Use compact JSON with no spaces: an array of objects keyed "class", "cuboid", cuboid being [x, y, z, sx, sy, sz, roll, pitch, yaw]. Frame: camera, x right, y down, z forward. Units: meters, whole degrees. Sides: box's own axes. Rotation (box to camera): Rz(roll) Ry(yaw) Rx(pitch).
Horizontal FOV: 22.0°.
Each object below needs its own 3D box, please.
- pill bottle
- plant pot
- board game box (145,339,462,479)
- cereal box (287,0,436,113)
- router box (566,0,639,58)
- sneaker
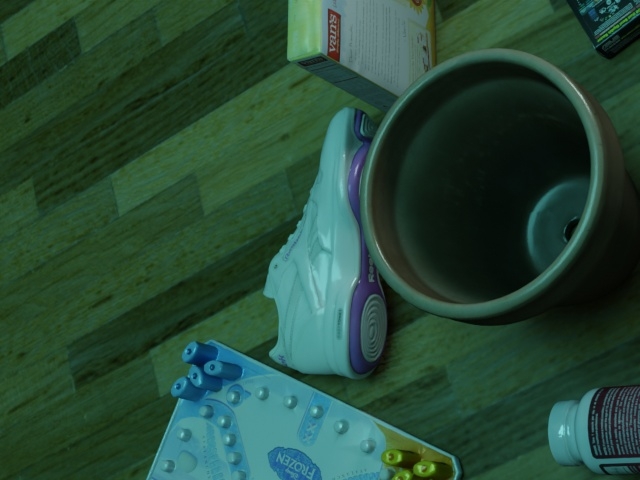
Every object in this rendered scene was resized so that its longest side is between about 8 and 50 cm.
[{"class":"pill bottle","cuboid":[0.300,0.181,1.572,0.152,0.086,0.086,-7,73,33]},{"class":"plant pot","cuboid":[0.204,-0.031,1.610,0.263,0.229,0.263,-10,72,32]},{"class":"board game box","cuboid":[-0.075,0.348,1.814,0.390,0.050,0.390,22,90,37]},{"class":"cereal box","cuboid":[0.048,-0.240,1.773,0.047,0.240,0.173,-10,71,33]},{"class":"router box","cuboid":[0.321,-0.263,1.713,0.122,0.038,0.092,-37,58,22]},{"class":"sneaker","cuboid":[0.000,0.000,1.817,0.152,0.114,0.305,-3,75,34]}]
